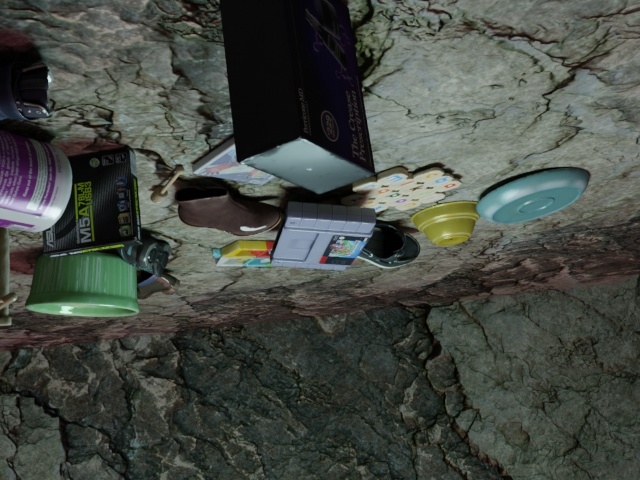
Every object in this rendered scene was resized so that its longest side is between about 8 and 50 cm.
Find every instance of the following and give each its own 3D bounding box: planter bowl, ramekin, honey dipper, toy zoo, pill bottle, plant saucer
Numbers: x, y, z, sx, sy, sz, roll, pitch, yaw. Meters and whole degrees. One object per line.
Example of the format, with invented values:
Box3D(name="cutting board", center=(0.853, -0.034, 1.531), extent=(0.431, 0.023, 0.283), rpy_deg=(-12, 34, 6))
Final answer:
Box3D(name="planter bowl", center=(0.382, -0.039, 2.039), extent=(0.217, 0.090, 0.217), rpy_deg=(-7, 165, -2))
Box3D(name="ramekin", center=(-0.664, 0.126, 1.943), extent=(0.304, 0.148, 0.303), rpy_deg=(1, 167, 0))
Box3D(name="honey dipper", center=(-0.332, -0.122, 1.506), extent=(0.031, 0.030, 0.161), rpy_deg=(3, 159, -34))
Box3D(name="toy zoo", center=(-0.200, 0.042, 2.151), extent=(0.293, 0.030, 0.192), rpy_deg=(2, 162, -32))
Box3D(name="pill bottle", center=(-0.588, -0.116, 1.144), extent=(0.169, 0.169, 0.302), rpy_deg=(-17, 162, 31))
Box3D(name="plant saucer", center=(0.596, -0.113, 1.919), extent=(0.318, 0.043, 0.317), rpy_deg=(-11, 161, -4))

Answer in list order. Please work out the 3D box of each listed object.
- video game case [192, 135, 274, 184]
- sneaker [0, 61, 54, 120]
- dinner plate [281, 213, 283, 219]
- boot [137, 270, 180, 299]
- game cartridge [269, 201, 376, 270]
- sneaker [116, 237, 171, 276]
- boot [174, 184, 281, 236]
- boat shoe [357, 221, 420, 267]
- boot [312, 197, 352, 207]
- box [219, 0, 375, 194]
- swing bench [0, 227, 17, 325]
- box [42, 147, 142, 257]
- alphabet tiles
Box3D(name="video game case", center=(-0.138, -0.170, 1.439), extent=(0.184, 0.023, 0.201), rpy_deg=(6, 159, -41))
Box3D(name="sneaker", center=(-0.472, -0.221, 0.950), extent=(0.164, 0.086, 0.226), rpy_deg=(0, 176, 14))
Box3D(name="dinner plate", center=(-0.169, -0.062, 1.821), extent=(0.141, 0.017, 0.141), rpy_deg=(-8, 164, -2))
Box3D(name="boot", center=(-0.577, 0.133, 2.259), extent=(0.219, 0.082, 0.106), rpy_deg=(-11, 143, 27))
Box3D(name="game cartridge", center=(0.000, 0.000, 1.820), extent=(0.230, 0.068, 0.355), rpy_deg=(8, 157, -8))
Box3D(name="sneaker", center=(-0.489, 0.033, 1.911), extent=(0.106, 0.101, 0.267), rpy_deg=(17, 168, 4))
Box3D(name="boot", center=(-0.213, -0.073, 1.621), extent=(0.249, 0.090, 0.207), rpy_deg=(-2, 166, -6))
Box3D(name="boat shoe", center=(0.196, 0.007, 2.048), extent=(0.340, 0.127, 0.113), rpy_deg=(17, 165, -37))
Box3D(name="boot", center=(0.020, -0.054, 1.850), extent=(0.152, 0.072, 0.197), rpy_deg=(-18, 150, 30))
Box3D(name="box", center=(-0.030, -0.213, 0.899), extent=(0.103, 0.261, 0.184), rpy_deg=(-18, 162, 32))
Box3D(name="swing bench", center=(-0.736, 0.037, 1.459), extent=(0.165, 0.253, 0.255), rpy_deg=(1, 162, -28))
Box3D(name="box", center=(-0.444, -0.073, 1.328), extent=(0.184, 0.190, 0.045), rpy_deg=(-8, 167, 2))
Box3D(name="alphabet tiles", center=(0.206, -0.128, 1.761), extent=(0.278, 0.021, 0.284), rpy_deg=(-17, 162, 30))
